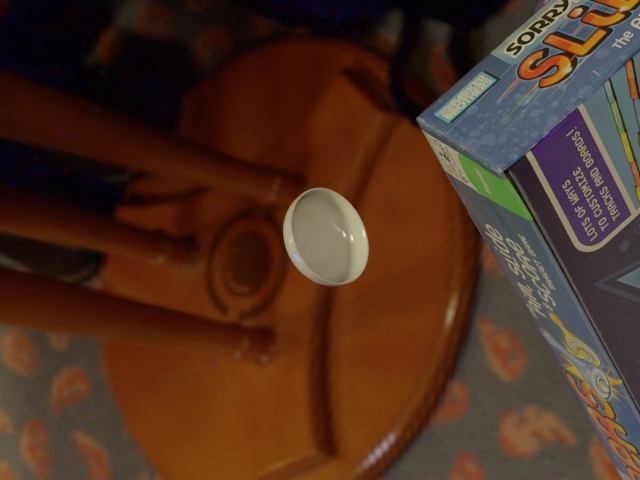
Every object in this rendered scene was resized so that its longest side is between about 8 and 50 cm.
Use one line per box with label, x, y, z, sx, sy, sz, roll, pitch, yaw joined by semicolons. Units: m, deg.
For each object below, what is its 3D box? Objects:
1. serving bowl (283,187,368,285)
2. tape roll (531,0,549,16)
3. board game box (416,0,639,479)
serving bowl;0.000;0.000;1.424;0.027;0.083;0.083;-25;63;46
tape roll;0.320;-0.157;1.533;0.274;0.090;0.275;0;85;-2
board game box;0.121;-0.001;0.455;0.136;0.201;0.035;-41;40;-10
